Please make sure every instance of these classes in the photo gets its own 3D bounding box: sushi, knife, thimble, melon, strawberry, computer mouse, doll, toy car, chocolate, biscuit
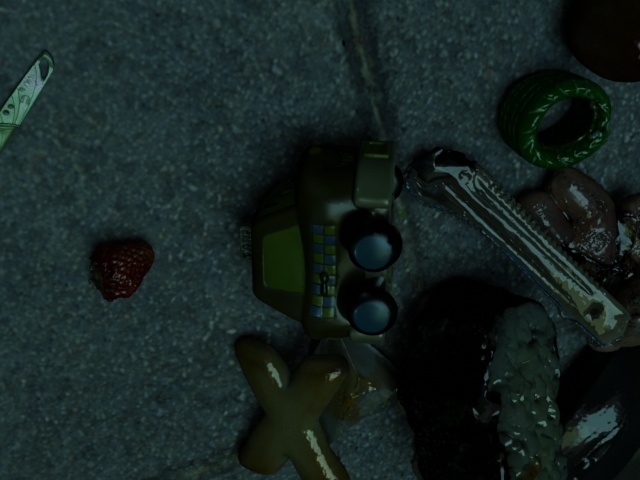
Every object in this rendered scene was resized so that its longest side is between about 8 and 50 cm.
[{"bbox_3d":[0.223,0.232,1.273,0.211,0.171,0.350,-29,114,-42],"label":"sushi"},{"bbox_3d":[-0.354,-0.121,1.035,0.030,0.014,0.207,31,101,-28],"label":"knife"},{"bbox_3d":[0.297,-0.155,1.182,0.130,0.090,0.118,-1,113,-18],"label":"thimble"},{"bbox_3d":[0.260,0.008,1.214,0.365,0.043,0.089,41,120,-7],"label":"knife"},{"bbox_3d":[0.054,0.210,1.280,0.139,0.093,0.202,-3,121,-25],"label":"melon"},{"bbox_3d":[-0.234,0.032,1.116,0.083,0.073,0.073,-22,120,-24],"label":"strawberry"},{"bbox_3d":[0.419,0.267,1.391,0.137,0.086,0.270,31,90,-16],"label":"computer mouse"},{"bbox_3d":[0.393,0.037,1.272,0.201,0.156,0.303,-40,116,19],"label":"doll"},{"bbox_3d":[0.000,0.000,1.125,0.198,0.204,0.248,4,117,5],"label":"toy car"},{"bbox_3d":[0.371,-0.255,1.135,0.127,0.133,0.124,-20,116,-10],"label":"chocolate"},{"bbox_3d":[-0.040,0.234,1.242,0.164,0.047,0.208,10,115,21],"label":"biscuit"}]

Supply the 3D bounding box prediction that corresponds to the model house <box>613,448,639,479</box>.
[{"bbox_3d":[0.497,0.463,1.496,0.271,0.178,0.206,-45,121,3],"label":"model house"}]
